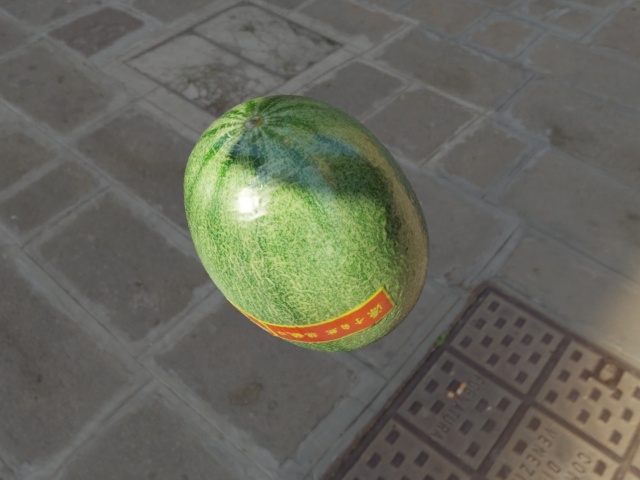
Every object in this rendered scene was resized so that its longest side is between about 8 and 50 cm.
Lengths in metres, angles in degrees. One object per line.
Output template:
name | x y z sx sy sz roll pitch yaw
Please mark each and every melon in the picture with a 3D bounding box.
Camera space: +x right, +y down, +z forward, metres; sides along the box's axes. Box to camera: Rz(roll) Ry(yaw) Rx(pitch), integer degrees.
melon | 0.000 0.000 0.502 0.183 0.287 0.182 -14 55 21
